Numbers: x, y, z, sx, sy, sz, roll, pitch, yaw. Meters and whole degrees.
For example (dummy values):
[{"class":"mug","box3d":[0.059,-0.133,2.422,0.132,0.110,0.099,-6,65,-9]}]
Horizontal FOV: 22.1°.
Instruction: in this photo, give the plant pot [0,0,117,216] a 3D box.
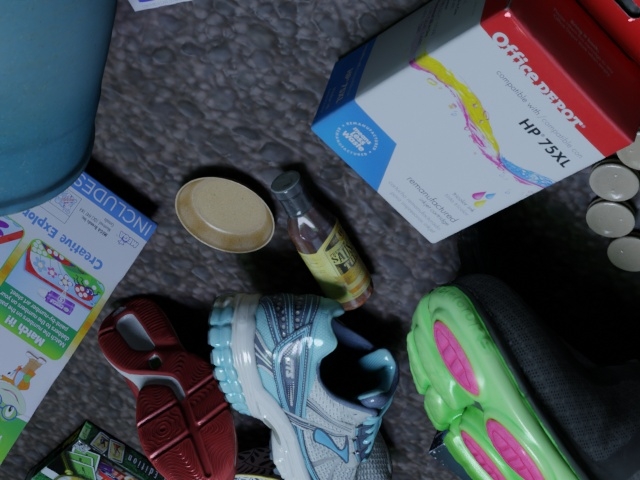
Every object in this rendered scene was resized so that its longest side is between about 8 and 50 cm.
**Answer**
[{"class":"plant pot","box3d":[-0.247,-0.193,1.042,0.271,0.271,0.255,22,124,-1]}]

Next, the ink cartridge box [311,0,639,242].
[{"class":"ink cartridge box","box3d":[0.123,-0.104,1.108,0.134,0.078,0.231,42,133,-22]}]

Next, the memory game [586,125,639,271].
[{"class":"memory game","box3d":[0.283,-0.020,1.182,0.186,0.012,0.186,11,137,10]}]

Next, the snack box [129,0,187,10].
[{"class":"snack box","box3d":[-0.064,-0.202,1.122,0.178,0.022,0.064,-7,132,27]}]

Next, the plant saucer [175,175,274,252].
[{"class":"plant saucer","box3d":[-0.075,-0.024,1.316,0.083,0.015,0.083,11,137,10]}]

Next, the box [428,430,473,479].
[{"class":"box","box3d":[0.230,0.203,1.394,0.233,0.044,0.159,39,136,-10]}]

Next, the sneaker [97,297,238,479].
[{"class":"sneaker","box3d":[-0.106,0.153,1.403,0.087,0.221,0.128,-31,137,2]}]

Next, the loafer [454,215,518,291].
[{"class":"loafer","box3d":[0.123,0.047,1.280,0.061,0.062,0.170,4,134,24]}]

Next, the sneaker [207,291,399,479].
[{"class":"sneaker","box3d":[0.015,0.142,1.366,0.122,0.110,0.283,-9,142,23]}]

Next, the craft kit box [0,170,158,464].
[{"class":"craft kit box","box3d":[-0.294,0.018,1.282,0.250,0.246,0.061,38,160,-17]}]

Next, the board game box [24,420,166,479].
[{"class":"board game box","box3d":[-0.164,0.284,1.663,0.259,0.030,0.136,34,138,-14]}]

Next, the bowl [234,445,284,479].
[{"class":"bowl","box3d":[-0.034,0.242,1.528,0.170,0.080,0.170,11,138,10]}]

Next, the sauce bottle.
[{"class":"sauce bottle","box3d":[0.000,0.000,1.292,0.042,0.042,0.128,-9,132,29]}]

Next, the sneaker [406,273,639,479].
[{"class":"sneaker","box3d":[0.265,0.162,1.252,0.483,0.202,0.185,36,167,-18]}]
